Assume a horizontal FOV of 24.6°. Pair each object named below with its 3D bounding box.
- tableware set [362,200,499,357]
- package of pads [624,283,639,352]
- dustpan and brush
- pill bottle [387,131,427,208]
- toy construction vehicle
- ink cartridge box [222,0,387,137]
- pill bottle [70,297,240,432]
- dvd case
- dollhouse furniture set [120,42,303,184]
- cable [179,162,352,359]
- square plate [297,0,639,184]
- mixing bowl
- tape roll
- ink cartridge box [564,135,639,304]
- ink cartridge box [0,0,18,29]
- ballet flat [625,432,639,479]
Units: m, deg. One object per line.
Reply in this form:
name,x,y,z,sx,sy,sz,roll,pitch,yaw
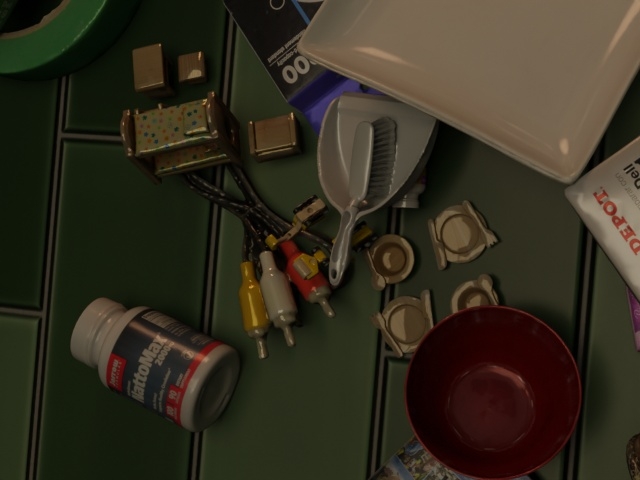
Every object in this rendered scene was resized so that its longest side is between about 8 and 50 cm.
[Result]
tableware set,0.124,0.044,1.619,0.168,0.020,0.141,-21,81,19
package of pads,0.346,0.073,1.524,0.050,0.032,0.083,-10,85,18
dustpan and brush,0.045,-0.055,1.592,0.147,0.060,0.211,11,95,38
pill bottle,0.096,-0.077,1.621,0.043,0.043,0.083,3,90,22
toy construction vehicle,0.000,0.000,1.627,0.098,0.035,0.086,-37,72,-19
ink cartridge box,0.021,-0.250,1.657,0.206,0.045,0.208,-37,77,16
pill bottle,-0.194,0.138,1.696,0.180,0.108,0.108,23,97,21
dvd case,0.125,0.318,1.609,0.253,0.022,0.180,-46,74,14
dollhouse furniture set,-0.128,-0.171,1.669,0.181,0.101,0.161,-12,68,12
cable,-0.068,-0.016,1.670,0.139,0.072,0.287,-31,77,12
square plate,0.203,-0.266,1.538,0.344,0.049,0.347,28,81,24
mixing bowl,0.180,0.168,1.538,0.181,0.098,0.182,-2,73,5
tape roll,-0.362,-0.359,1.795,0.321,0.077,0.321,-1,87,22
ink cartridge box,0.410,-0.039,1.436,0.278,0.117,0.201,-36,71,11
ink cartridge box,-0.403,-0.417,1.706,0.211,0.121,0.289,39,102,18
ballet flat,0.471,0.383,1.412,0.482,0.164,0.182,34,121,18
